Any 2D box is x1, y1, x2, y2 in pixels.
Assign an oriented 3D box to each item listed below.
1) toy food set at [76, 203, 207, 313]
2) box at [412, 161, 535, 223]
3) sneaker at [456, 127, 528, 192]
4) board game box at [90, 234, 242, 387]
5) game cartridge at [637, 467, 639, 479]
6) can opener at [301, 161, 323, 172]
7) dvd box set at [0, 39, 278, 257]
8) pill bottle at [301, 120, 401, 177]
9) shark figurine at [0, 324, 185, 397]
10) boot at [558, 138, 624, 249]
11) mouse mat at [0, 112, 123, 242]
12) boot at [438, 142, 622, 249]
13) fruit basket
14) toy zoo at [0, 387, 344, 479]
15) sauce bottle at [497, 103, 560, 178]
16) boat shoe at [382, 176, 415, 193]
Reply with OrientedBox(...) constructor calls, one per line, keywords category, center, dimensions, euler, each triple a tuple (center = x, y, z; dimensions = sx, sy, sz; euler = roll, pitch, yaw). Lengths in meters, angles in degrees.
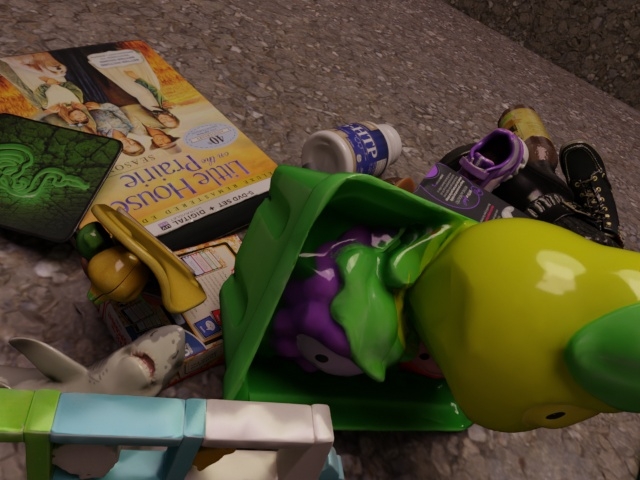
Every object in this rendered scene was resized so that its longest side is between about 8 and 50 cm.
OrientedBox(category="toy food set", center=(-0.184, 0.031, 0.489), dimensions=(0.128, 0.218, 0.071), euler=(43, 81, -14))
OrientedBox(category="box", center=(0.242, 0.026, 0.784), dimensions=(0.270, 0.143, 0.165), euler=(33, 41, 10))
OrientedBox(category="sneaker", center=(0.269, -0.106, 0.886), dimensions=(0.095, 0.236, 0.104), euler=(41, 4, 22))
OrientedBox(category="board game box", center=(-0.146, 0.076, 0.596), dimensions=(0.193, 0.045, 0.147), euler=(-17, 55, -40))
OrientedBox(category="game cartridge", center=(0.556, 0.340, 0.677), dimensions=(0.230, 0.068, 0.355), euler=(38, 40, 20))
OrientedBox(category="can opener", center=(0.000, 0.000, 0.761), dimensions=(0.095, 0.076, 0.284), euler=(41, 27, -36))
OrientedBox(category="dvd box set", center=(-0.286, -0.150, 0.743), dimensions=(0.307, 0.062, 0.420), euler=(-27, 62, -39))
OrientedBox(category="pill bottle", center=(0.065, -0.159, 0.922), dimensions=(0.112, 0.112, 0.186), euler=(43, 42, 20))
OrientedBox(category="shark figurine", center=(-0.253, 0.120, 0.475), dimensions=(0.278, 0.167, 0.116), euler=(11, 12, 9))
OrientedBox(category="boot", center=(0.590, -0.087, 1.083), dimensions=(0.236, 0.085, 0.179), euler=(54, 34, -28))
OrientedBox(category="mouse mat", center=(-0.353, -0.081, 0.609), dimensions=(0.189, 0.007, 0.153), euler=(13, 64, 9))
OrientedBox(category="boot", center=(0.402, -0.046, 0.962), dimensions=(0.347, 0.131, 0.260), euler=(13, 41, -16))
OrientedBox(category="fruit basket", center=(0.121, 0.085, 0.472), dimensions=(0.391, 0.283, 0.392), euler=(25, 14, -7))
OrientedBox(category="toy zoo", center=(-0.117, 0.178, 0.382), dimensions=(0.293, 0.192, 0.030), euler=(10, 42, -20))
OrientedBox(category="sauce bottle", center=(0.515, -0.218, 1.232), dimensions=(0.111, 0.111, 0.345), euler=(20, 38, -8))
OrientedBox(category="boat shoe", center=(0.089, -0.057, 0.863), dimensions=(0.073, 0.073, 0.207), euler=(3, 21, 36))
